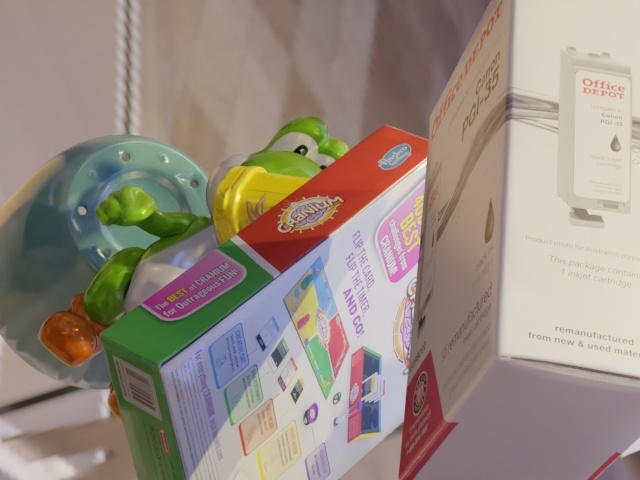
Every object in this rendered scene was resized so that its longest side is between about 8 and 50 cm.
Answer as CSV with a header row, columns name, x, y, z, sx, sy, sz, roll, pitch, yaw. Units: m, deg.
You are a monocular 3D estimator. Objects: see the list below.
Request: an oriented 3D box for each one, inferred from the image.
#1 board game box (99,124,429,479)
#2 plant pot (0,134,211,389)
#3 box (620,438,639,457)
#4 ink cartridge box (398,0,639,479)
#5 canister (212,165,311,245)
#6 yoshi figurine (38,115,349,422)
name,x,y,z,sx,sy,sz,roll,pitch,yaw
board game box,-0.015,0.089,1.377,0.316,0.064,0.242,-37,135,-33
plant pot,-0.239,0.006,2.077,0.293,0.235,0.293,7,68,-19
box,0.287,0.139,1.850,0.091,0.170,0.130,-17,107,-30
ink cartridge box,0.137,-0.003,1.088,0.207,0.117,0.283,115,-17,-59
canister,0.000,0.000,1.587,0.073,0.170,0.126,-56,144,-41
yoshi figurine,-0.114,0.021,1.772,0.203,0.362,0.203,37,10,-48
